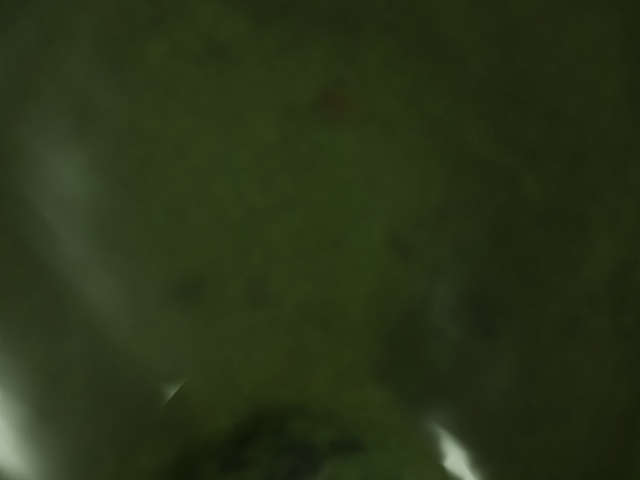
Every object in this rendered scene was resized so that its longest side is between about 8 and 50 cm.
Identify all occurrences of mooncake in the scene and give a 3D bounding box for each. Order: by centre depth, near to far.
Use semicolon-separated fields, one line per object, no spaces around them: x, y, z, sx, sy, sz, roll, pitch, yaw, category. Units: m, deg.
0.000;0.000;0.720;0.187;0.351;0.351;60;-154;-83;mooncake
